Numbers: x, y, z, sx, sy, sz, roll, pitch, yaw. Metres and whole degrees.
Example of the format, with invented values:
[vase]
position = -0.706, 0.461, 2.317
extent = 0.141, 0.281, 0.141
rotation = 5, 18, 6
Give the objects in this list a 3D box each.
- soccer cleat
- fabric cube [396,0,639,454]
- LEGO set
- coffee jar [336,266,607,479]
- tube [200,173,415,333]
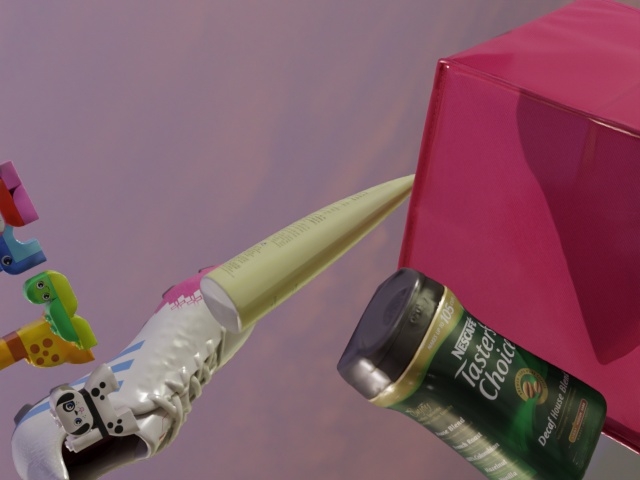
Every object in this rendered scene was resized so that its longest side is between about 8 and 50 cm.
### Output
[soccer cleat]
position = -0.165, 0.155, 1.177
extent = 0.331, 0.143, 0.116
rotation = -39, -52, -19
[fabric cube]
position = 0.246, -0.027, 0.926
extent = 0.258, 0.259, 0.254
rotation = -29, -43, -48
[LEGO set]
position = -0.235, 0.062, 0.853
extent = 0.093, 0.227, 0.087
rotation = -28, 15, -20
[coffee jar]
position = 0.106, 0.103, 0.794
extent = 0.096, 0.184, 0.079
rotation = -61, 8, -33
[tube]
position = 0.000, 0.000, 1.046
extent = 0.240, 0.070, 0.062
rotation = -34, -42, -27
